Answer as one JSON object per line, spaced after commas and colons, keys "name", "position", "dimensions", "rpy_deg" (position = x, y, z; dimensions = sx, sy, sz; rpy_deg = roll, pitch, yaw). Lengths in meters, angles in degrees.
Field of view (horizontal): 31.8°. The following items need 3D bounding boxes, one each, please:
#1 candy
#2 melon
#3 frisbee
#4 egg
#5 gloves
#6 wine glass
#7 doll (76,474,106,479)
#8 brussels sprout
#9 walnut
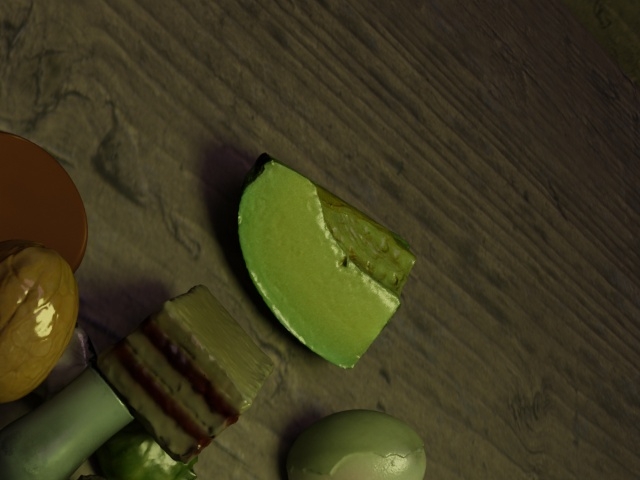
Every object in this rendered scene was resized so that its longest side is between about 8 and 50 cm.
{"name": "candy", "position": [-0.176, 0.172, 1.535], "dimensions": [0.179, 0.135, 0.320], "rpy_deg": [49, 4, 0]}
{"name": "melon", "position": [0.000, 0.000, 1.899], "dimensions": [0.343, 0.226, 0.331], "rpy_deg": [39, 55, -8]}
{"name": "frisbee", "position": [-0.432, -0.042, 1.582], "dimensions": [0.251, 0.021, 0.250], "rpy_deg": [27, 50, -38]}
{"name": "egg", "position": [0.064, 0.353, 1.761], "dimensions": [0.183, 0.217, 0.183], "rpy_deg": [29, 50, -40]}
{"name": "gloves", "position": [-0.368, 0.133, 1.474], "dimensions": [0.212, 0.127, 0.111], "rpy_deg": [44, 66, 4]}
{"name": "wine glass", "position": [-0.343, 0.258, 1.362], "dimensions": [0.231, 0.103, 0.103], "rpy_deg": [-40, 103, -18]}
{"name": "doll", "position": [-0.287, 0.409, 1.362], "dimensions": [0.091, 0.203, 0.285], "rpy_deg": [19, 58, -21]}
{"name": "brussels sprout", "position": [-0.244, 0.282, 1.556], "dimensions": [0.139, 0.101, 0.181], "rpy_deg": [-31, 105, -40]}
{"name": "walnut", "position": [-0.378, 0.098, 1.350], "dimensions": [0.159, 0.159, 0.206], "rpy_deg": [28, 80, -36]}
